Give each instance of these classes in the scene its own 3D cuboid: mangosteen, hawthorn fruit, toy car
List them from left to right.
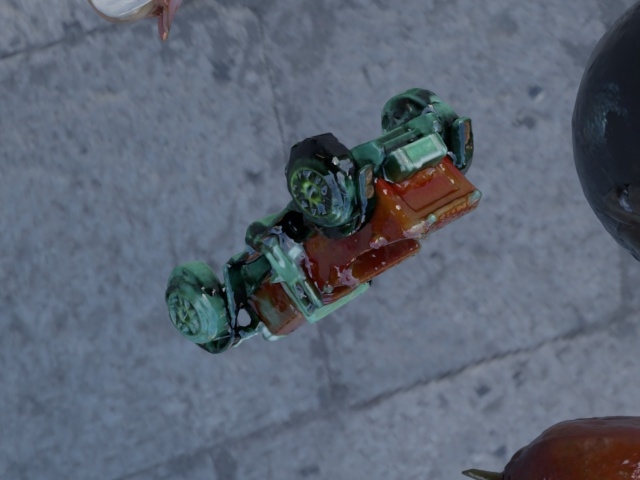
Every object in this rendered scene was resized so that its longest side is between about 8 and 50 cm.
[{"bbox_3d":[0.000,0.000,0.557,0.073,0.054,0.143,-27,170,-42],"label":"toy car"},{"bbox_3d":[0.250,0.234,1.314,0.251,0.189,0.190,16,117,9],"label":"hawthorn fruit"},{"bbox_3d":[0.278,-0.078,0.969,0.243,0.243,0.243,-9,122,-16],"label":"mangosteen"}]

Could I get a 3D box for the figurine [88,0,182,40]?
[{"bbox_3d":[-0.039,-0.175,0.697,0.195,0.102,0.111,-30,95,-9],"label":"figurine"}]
